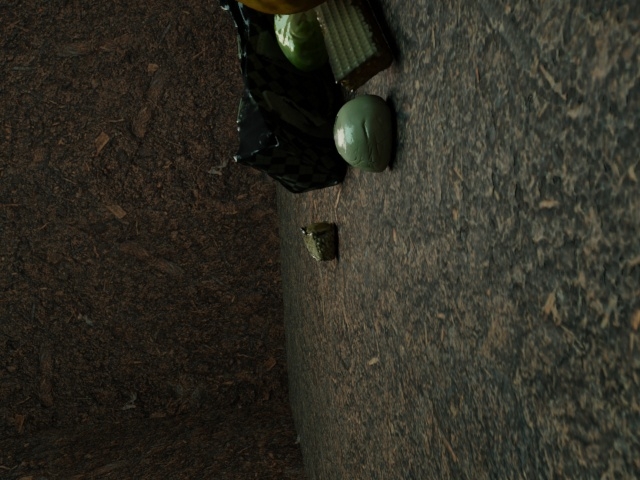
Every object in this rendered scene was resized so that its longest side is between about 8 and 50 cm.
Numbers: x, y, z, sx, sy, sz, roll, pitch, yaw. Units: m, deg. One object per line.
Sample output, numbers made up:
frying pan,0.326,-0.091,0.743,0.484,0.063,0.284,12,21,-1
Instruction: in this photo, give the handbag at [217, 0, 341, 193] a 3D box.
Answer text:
handbag,-0.098,-0.342,1.514,0.317,0.180,0.416,20,-120,-59

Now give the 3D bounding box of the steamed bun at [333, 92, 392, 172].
steamed bun,0.070,-0.175,1.102,0.112,0.091,0.130,-105,14,-46

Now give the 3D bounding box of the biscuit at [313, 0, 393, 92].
biscuit,0.045,-0.386,1.148,0.054,0.094,0.378,37,-152,-38

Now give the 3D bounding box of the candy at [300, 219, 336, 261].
candy,0.000,0.000,1.729,0.095,0.085,0.110,-130,26,-66

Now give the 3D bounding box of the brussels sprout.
brussels sprout,-0.027,-0.457,1.413,0.144,0.161,0.180,34,142,26

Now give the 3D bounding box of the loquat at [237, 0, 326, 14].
loquat,-0.064,-0.533,1.064,0.328,0.328,0.328,175,90,-82
